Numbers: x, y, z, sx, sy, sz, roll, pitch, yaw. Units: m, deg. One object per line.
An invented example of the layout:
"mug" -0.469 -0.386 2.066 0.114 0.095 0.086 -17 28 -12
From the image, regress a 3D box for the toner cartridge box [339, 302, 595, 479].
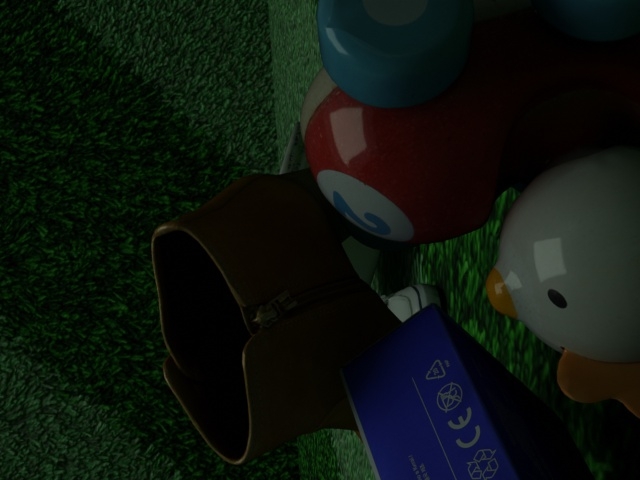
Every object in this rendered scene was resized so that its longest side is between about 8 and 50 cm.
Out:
"toner cartridge box" 0.125 0.202 0.463 0.165 0.075 0.348 42 -163 -38

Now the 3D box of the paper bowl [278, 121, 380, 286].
"paper bowl" 0.000 0.000 1.217 0.284 0.148 0.284 -164 90 -89

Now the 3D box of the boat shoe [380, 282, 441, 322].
"boat shoe" 0.082 0.106 1.096 0.226 0.076 0.083 113 152 -71

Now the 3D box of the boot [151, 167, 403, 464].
"boot" 0.001 0.098 0.610 0.211 0.104 0.295 -36 -77 -58

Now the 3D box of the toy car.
"toy car" 0.117 -0.011 0.491 0.219 0.210 0.238 81 170 -66
